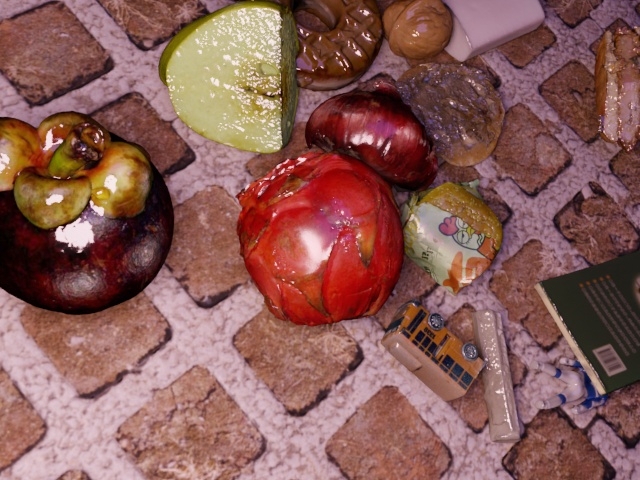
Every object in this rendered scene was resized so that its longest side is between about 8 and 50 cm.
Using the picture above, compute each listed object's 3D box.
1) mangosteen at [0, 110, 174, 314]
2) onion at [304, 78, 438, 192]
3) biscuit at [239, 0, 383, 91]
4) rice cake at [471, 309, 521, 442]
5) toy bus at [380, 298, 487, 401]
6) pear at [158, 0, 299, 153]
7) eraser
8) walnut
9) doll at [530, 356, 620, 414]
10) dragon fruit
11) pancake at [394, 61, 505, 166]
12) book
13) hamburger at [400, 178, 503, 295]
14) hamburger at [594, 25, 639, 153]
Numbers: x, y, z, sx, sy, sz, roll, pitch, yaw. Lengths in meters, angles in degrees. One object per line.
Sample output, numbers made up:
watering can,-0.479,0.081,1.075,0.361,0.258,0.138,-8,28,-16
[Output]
mangosteen,-0.387,-0.042,1.088,0.330,0.330,0.330,7,66,-16
onion,0.114,-0.208,1.352,0.272,0.272,0.195,24,92,-8
biscuit,-0.019,-0.472,1.517,0.332,0.103,0.332,7,65,-16
rice cake,0.337,0.257,1.363,0.057,0.052,0.256,-8,68,9
toy bus,0.202,0.206,1.315,0.182,0.091,0.103,42,61,-1
pear,-0.173,-0.314,1.350,0.292,0.292,0.159,23,22,-9
eraser,0.393,-0.547,1.698,0.270,0.095,0.174,-29,80,-26
walnut,0.217,-0.475,1.578,0.166,0.149,0.166,16,38,-13
doll,0.526,0.289,1.413,0.227,0.057,0.114,1,68,-16
dragon fruit,0.000,0.000,1.226,0.295,0.295,0.301,-12,90,-23
pancake,0.285,-0.289,1.576,0.282,0.049,0.282,7,67,-16
book,0.655,0.156,1.492,0.371,0.043,0.260,-12,62,-25
hamburger,0.271,-0.032,1.416,0.235,0.125,0.214,-43,97,-15
hamburger,0.739,-0.370,1.710,0.155,0.245,0.282,3,109,8
